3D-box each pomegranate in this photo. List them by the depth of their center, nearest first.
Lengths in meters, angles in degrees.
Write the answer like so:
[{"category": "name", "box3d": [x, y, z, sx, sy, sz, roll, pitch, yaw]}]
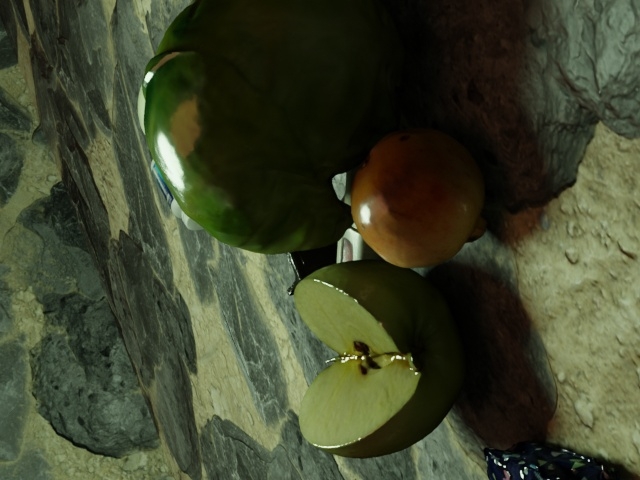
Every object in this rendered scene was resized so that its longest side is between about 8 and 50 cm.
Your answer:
[{"category": "pomegranate", "box3d": [0.134, -0.056, 1.534, 0.191, 0.191, 0.191, 45, 144, 48]}]

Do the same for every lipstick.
[{"category": "lipstick", "box3d": [0.075, -0.025, 1.812, 0.079, 0.077, 0.253, 39, 134, 46]}]

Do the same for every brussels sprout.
[{"category": "brussels sprout", "box3d": [-0.087, -0.192, 1.617, 0.342, 0.361, 0.425, 30, 114, 38]}]

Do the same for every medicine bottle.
[{"category": "medicine bottle", "box3d": [-0.304, -0.119, 2.562, 0.191, 0.107, 0.107, 59, 153, 31]}]

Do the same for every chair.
[{"category": "chair", "box3d": [0.000, 0.000, 1.965, 0.106, 0.113, 0.229, 66, 159, 14]}]

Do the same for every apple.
[{"category": "apple", "box3d": [0.097, 0.173, 1.701, 0.258, 0.233, 0.295, -13, 82, 53]}]

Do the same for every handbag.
[{"category": "handbag", "box3d": [0.309, 0.357, 1.494, 0.260, 0.113, 0.162, 172, 89, -68]}]

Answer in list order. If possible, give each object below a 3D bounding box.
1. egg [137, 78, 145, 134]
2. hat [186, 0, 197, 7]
[{"category": "egg", "box3d": [-0.282, -0.284, 2.273, 0.286, 0.174, 0.264, 100, 156, -63]}, {"category": "hat", "box3d": [-0.123, -0.421, 1.869, 0.219, 0.164, 0.226, -64, -22, -59]}]
